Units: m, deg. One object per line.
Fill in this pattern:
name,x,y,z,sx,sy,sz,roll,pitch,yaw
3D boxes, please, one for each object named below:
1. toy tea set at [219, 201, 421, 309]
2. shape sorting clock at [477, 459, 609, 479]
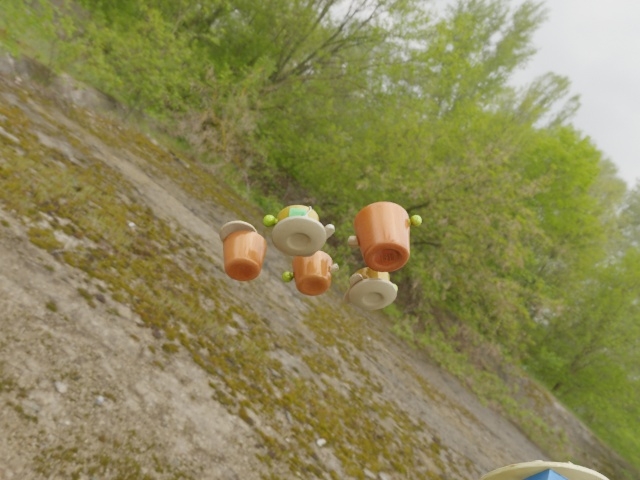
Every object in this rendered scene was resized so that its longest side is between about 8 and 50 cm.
toy tea set,0.000,0.000,0.877,0.335,0.200,0.124,13,44,-15
shape sorting clock,0.327,0.381,0.760,0.206,0.206,0.040,35,40,-18
